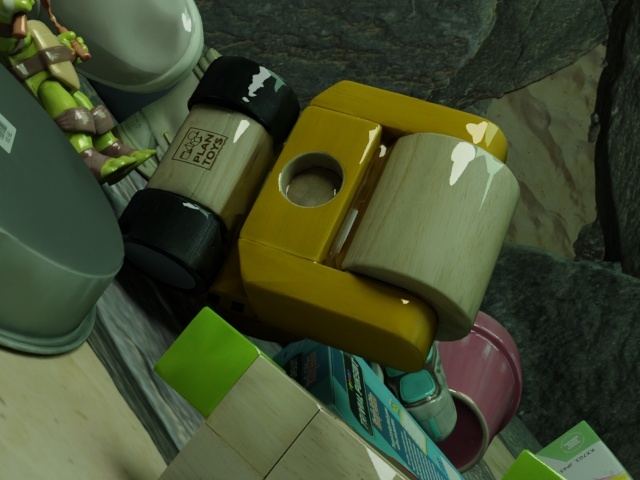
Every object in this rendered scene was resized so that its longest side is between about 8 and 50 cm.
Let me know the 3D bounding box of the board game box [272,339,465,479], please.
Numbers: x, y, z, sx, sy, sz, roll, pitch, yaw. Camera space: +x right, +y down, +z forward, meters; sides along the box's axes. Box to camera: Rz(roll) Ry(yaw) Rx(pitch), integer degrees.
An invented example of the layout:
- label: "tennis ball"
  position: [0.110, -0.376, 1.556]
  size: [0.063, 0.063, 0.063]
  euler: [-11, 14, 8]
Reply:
- label: "board game box"
  position: [0.083, 0.251, 0.873]
  size: [0.336, 0.079, 0.254]
  euler: [50, 6, -9]

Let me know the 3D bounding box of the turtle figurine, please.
- label: "turtle figurine"
  position: [-0.241, -0.146, 0.819]
  size: [0.217, 0.087, 0.269]
  euler: [58, -2, -4]

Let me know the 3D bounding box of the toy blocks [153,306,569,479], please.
- label: "toy blocks"
  position: [0.077, 0.221, 0.552]
  size: [0.381, 0.191, 0.261]
  euler: [36, -8, 28]

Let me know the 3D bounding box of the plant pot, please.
- label: "plant pot"
  position: [0.164, 0.210, 1.237]
  size: [0.201, 0.201, 0.180]
  euler: [50, 23, -6]

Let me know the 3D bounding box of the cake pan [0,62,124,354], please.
- label: "cake pan"
  position: [-0.228, -0.060, 0.586]
  size: [0.293, 0.054, 0.293]
  euler: [51, 6, -8]

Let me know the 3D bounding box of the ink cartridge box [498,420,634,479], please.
- label: "ink cartridge box"
  position: [0.444, 0.475, 1.511]
  size: [0.119, 0.207, 0.353]
  euler: [50, 6, -22]

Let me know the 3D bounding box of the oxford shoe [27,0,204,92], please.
- label: "oxford shoe"
  position: [-0.310, -0.325, 1.000]
  size: [0.449, 0.169, 0.130]
  euler: [45, 3, 9]

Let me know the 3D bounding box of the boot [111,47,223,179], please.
- label: "boot"
  position: [-0.117, -0.111, 1.098]
  size: [0.213, 0.165, 0.077]
  euler: [43, 11, -42]

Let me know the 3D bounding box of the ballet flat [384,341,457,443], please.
- label: "ballet flat"
  position: [0.117, 0.173, 1.092]
  size: [0.213, 0.072, 0.068]
  euler: [-85, 150, -75]

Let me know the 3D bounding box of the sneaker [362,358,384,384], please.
- label: "sneaker"
  position: [0.027, 0.125, 1.163]
  size: [0.081, 0.080, 0.211]
  euler: [50, 6, -20]

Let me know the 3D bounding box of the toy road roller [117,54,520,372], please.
- label: "toy road roller"
  position: [0.000, 0.000, 0.836]
  size: [0.329, 0.203, 0.241]
  euler: [17, -25, 19]

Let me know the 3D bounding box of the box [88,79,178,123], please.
- label: "box"
  position: [-0.230, -0.220, 1.230]
  size: [0.261, 0.103, 0.184]
  euler: [53, 10, 13]
